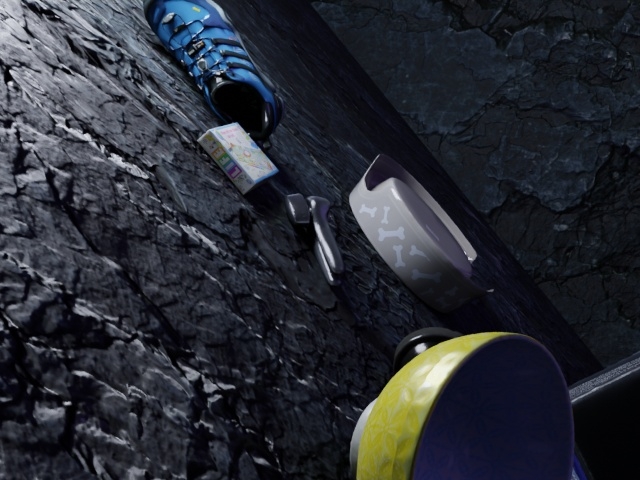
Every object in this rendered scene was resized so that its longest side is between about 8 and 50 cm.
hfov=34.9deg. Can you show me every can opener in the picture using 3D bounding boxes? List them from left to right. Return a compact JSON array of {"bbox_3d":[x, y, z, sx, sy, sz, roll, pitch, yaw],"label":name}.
[{"bbox_3d":[0.000,0.000,1.548,0.059,0.073,0.186,92,-20,-48],"label":"can opener"}]

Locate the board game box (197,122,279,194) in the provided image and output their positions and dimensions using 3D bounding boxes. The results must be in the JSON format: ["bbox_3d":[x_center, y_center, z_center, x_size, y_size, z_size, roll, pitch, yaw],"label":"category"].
[{"bbox_3d":[-0.121,-0.126,1.533,0.103,0.026,0.154,50,15,-1],"label":"board game box"}]

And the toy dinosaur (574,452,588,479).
[{"bbox_3d":[0.521,0.390,1.924,0.322,0.164,0.218,2,29,-43],"label":"toy dinosaur"}]

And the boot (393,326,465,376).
[{"bbox_3d":[0.226,0.287,1.323,0.348,0.131,0.260,48,15,-9],"label":"boot"}]

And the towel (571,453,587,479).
[{"bbox_3d":[0.406,0.377,1.588,0.336,0.040,0.243,55,13,-55],"label":"towel"}]

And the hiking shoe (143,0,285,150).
[{"bbox_3d":[-0.164,-0.286,1.627,0.304,0.113,0.132,45,15,-17],"label":"hiking shoe"}]

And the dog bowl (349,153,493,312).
[{"bbox_3d":[0.191,-0.006,1.998,0.349,0.102,0.349,45,16,-16],"label":"dog bowl"}]

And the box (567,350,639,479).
[{"bbox_3d":[0.551,0.371,1.381,0.480,0.297,0.472,65,10,12],"label":"box"}]

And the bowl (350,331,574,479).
[{"bbox_3d":[0.125,0.228,1.061,0.156,0.289,0.289,6,-22,44],"label":"bowl"}]
